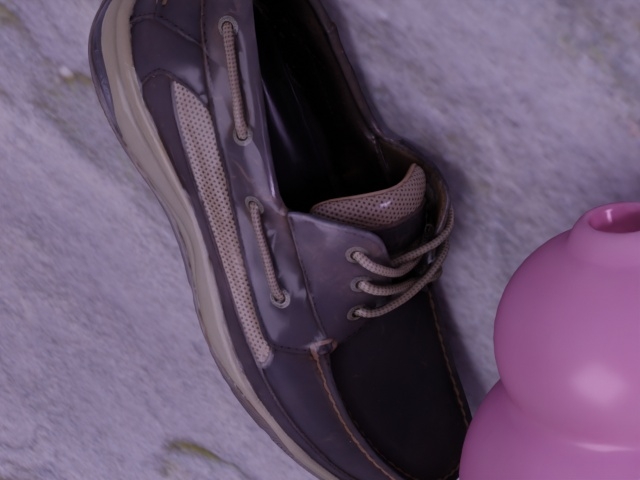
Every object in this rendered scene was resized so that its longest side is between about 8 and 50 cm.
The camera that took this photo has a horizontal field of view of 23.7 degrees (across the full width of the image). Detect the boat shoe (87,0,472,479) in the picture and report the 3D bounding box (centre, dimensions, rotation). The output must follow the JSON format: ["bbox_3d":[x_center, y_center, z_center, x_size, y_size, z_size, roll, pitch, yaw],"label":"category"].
[{"bbox_3d":[0.000,0.000,0.853,0.130,0.132,0.355,-13,114,47],"label":"boat shoe"}]

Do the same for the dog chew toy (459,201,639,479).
[{"bbox_3d":[0.163,0.139,0.779,0.206,0.206,0.332,12,120,36],"label":"dog chew toy"}]
